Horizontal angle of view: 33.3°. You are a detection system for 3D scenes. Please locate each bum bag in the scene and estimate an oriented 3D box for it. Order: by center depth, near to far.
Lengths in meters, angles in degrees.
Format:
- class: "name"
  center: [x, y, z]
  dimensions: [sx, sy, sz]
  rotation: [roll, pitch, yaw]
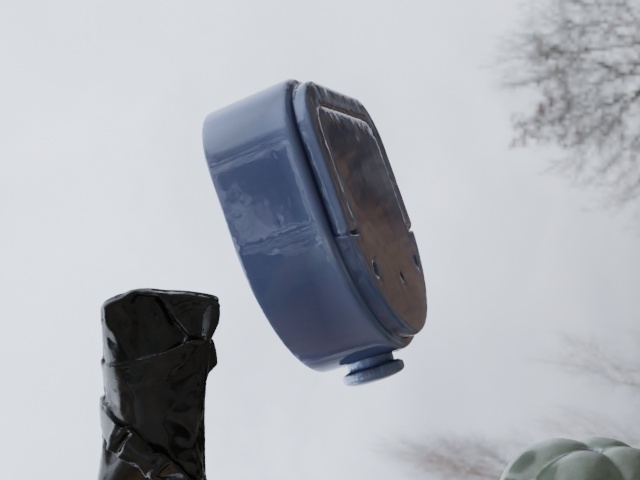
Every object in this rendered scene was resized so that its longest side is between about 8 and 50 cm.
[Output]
- class: "bum bag"
  center: [-0.164, 0.170, 1.078]
  dimensions: [0.060, 0.123, 0.248]
  rotation: [-165, 75, -75]

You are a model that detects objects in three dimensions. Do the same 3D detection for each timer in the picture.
- class: "timer"
  center: [0.000, 0.000, 1.337]
  dimensions: [0.395, 0.173, 0.394]
  rotation: [-20, -90, -75]

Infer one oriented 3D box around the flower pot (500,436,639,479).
- class: "flower pot"
  center: [0.264, 0.310, 1.039]
  dimensions: [0.195, 0.246, 0.246]
  rotation: [-17, -69, -64]
